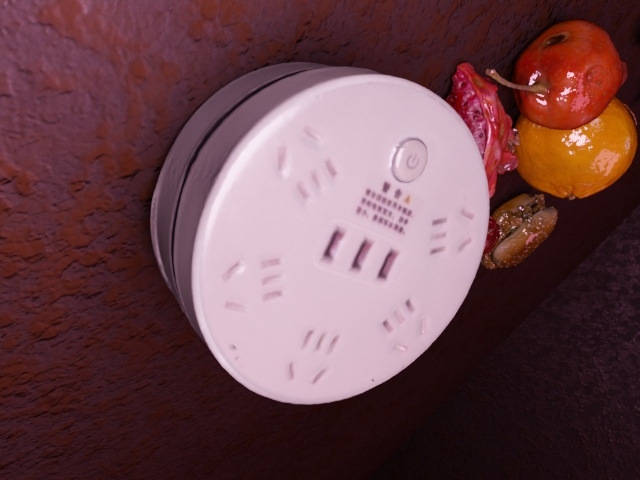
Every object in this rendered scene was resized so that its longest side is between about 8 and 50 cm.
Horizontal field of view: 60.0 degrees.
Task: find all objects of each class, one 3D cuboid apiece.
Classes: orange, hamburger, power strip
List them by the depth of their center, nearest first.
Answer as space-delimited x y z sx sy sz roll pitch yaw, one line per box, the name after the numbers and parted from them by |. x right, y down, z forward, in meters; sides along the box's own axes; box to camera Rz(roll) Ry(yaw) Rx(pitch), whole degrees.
0.000 0.000 0.589 0.357 0.161 0.358 -12 116 -26 | power strip
0.463 -0.178 1.026 0.219 0.193 0.219 7 152 4 | orange
0.491 -0.012 1.395 0.189 0.122 0.215 -16 145 -43 | hamburger

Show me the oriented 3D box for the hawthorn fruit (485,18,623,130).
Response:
0.342 -0.236 0.832 0.285 0.165 0.165 -27 150 -40 | hawthorn fruit

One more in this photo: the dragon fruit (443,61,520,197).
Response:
0.253 -0.141 0.895 0.211 0.134 0.262 -21 146 -40 | dragon fruit

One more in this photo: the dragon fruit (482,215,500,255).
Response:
0.323 0.013 1.257 0.190 0.094 0.094 -34 154 9 | dragon fruit

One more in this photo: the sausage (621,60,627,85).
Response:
0.537 -0.318 1.074 0.194 0.077 0.077 -15 142 -41 | sausage
